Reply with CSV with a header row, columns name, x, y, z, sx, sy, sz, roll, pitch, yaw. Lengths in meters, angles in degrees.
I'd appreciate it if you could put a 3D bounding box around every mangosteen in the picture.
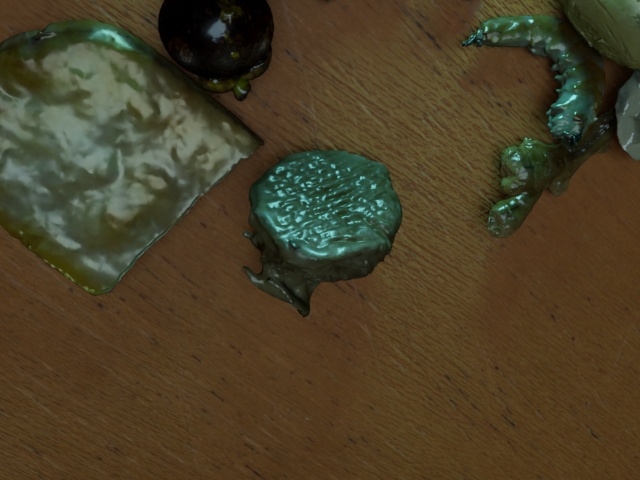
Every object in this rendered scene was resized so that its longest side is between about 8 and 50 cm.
name,x,y,z,sx,sy,sz,roll,pitch,yaw
mangosteen,-0.167,-0.330,1.107,0.192,0.192,0.217,-11,128,-3

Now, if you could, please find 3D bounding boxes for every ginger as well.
name,x,y,z,sx,sy,sz,roll,pitch,yaw
ginger,0.437,-0.142,1.271,0.334,0.081,0.147,-32,95,-6

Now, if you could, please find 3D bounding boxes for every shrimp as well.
name,x,y,z,sx,sy,sz,roll,pitch,yaw
shrimp,0.419,-0.319,1.203,0.287,0.068,0.185,46,79,-4

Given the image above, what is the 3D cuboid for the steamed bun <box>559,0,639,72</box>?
name,x,y,z,sx,sy,sz,roll,pitch,yaw
steamed bun,0.546,-0.437,1.121,0.232,0.166,0.273,-38,88,1

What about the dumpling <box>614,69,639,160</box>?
name,x,y,z,sx,sy,sz,roll,pitch,yaw
dumpling,0.618,-0.264,1.226,0.152,0.124,0.228,17,101,-18

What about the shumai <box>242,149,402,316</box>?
name,x,y,z,sx,sy,sz,roll,pitch,yaw
shumai,0.000,0.000,1.215,0.267,0.314,0.262,36,140,16

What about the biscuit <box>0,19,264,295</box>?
name,x,y,z,sx,sy,sz,roll,pitch,yaw
biscuit,-0.404,-0.154,1.171,0.446,0.104,0.429,38,99,-18
